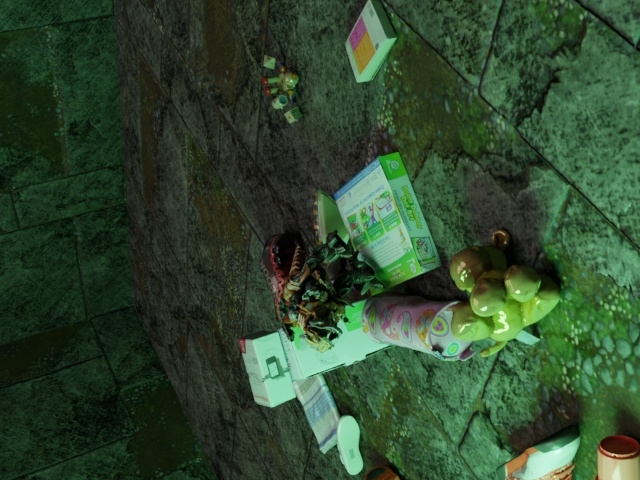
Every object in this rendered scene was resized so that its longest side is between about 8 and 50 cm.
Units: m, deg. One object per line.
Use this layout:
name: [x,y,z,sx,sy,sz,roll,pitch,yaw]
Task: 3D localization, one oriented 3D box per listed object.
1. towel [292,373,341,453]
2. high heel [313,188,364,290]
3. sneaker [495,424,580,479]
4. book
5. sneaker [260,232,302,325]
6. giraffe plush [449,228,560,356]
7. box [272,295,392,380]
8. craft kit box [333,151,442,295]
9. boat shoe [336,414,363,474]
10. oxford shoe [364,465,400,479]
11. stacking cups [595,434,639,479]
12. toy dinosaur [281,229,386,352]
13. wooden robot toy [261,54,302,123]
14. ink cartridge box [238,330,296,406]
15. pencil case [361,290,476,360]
towel: [-0.016,0.455,2.409,0.285,0.034,0.209,64,154,19]
high heel: [0.000,0.000,1.993,0.186,0.093,0.261,4,118,58]
sneaker: [0.399,0.414,1.424,0.145,0.090,0.270,62,157,21]
book: [0.093,-0.387,1.625,0.096,0.035,0.144,69,156,16]
sneaker: [-0.099,0.105,2.281,0.135,0.098,0.275,22,123,60]
giraffe plush: [0.285,0.072,1.398,0.210,0.181,0.170,48,-164,-52]
box: [0.018,0.228,1.907,0.231,0.262,0.126,-33,75,66]
craft kit box: [0.133,-0.027,1.749,0.250,0.061,0.246,-35,71,65]
boat shoe: [0.072,0.538,2.249,0.063,0.066,0.184,29,141,56]
oxford shoe: [0.207,0.643,2.008,0.271,0.097,0.098,37,158,59]
stacking cups: [0.461,0.457,1.305,0.096,0.096,0.316,19,123,61]
toy dinosaur: [-0.011,0.094,1.750,0.164,0.218,0.322,36,-165,-51]
wooden robot toy: [-0.084,-0.367,1.979,0.079,0.076,0.173,-17,91,55]
ink cartridge box: [-0.117,0.278,1.831,0.109,0.063,0.150,-11,95,66]
pencil case: [0.193,0.168,1.667,0.284,0.124,0.124,4,109,63]
